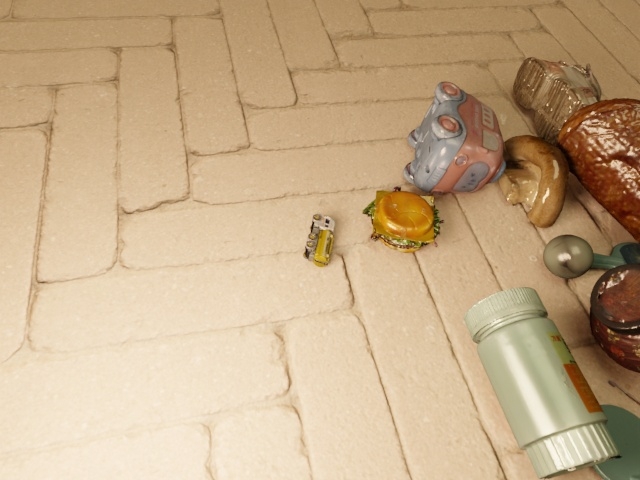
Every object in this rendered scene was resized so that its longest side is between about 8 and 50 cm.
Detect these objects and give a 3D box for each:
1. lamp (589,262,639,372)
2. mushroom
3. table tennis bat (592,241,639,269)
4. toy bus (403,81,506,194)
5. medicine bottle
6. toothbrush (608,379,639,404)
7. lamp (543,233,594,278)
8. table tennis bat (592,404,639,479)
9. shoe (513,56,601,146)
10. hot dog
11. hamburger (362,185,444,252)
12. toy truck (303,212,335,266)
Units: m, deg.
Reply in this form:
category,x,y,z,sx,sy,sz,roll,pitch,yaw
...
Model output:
category,x,y,z,sx,sy,sz,roll,pitch,yaw
lamp,0.668,0.156,0.983,0.247,0.247,0.247,3,54,-4
mushroom,0.553,-0.182,1.253,0.156,0.151,0.285,-3,55,-11
table tennis bat,0.732,0.059,1.172,0.237,0.038,0.149,9,54,-3
toy bus,0.361,-0.245,1.262,0.232,0.197,0.294,18,52,-6
medicine bottle,0.400,0.260,0.911,0.158,0.158,0.318,-7,55,-12
toothbrush,0.626,0.316,0.989,0.097,0.006,0.008,39,60,20
lamp,0.568,0.037,1.125,0.105,0.105,0.105,3,54,-4
table tennis bat,0.568,0.418,0.891,0.153,0.040,0.244,-2,51,-7
shoe,0.734,-0.409,1.427,0.198,0.172,0.351,-7,57,-15
hot dog,0.755,-0.169,1.188,0.174,0.267,0.387,-30,74,-23
hamburger,0.189,-0.042,1.145,0.190,0.093,0.164,20,52,6
toy truck,0.000,0.000,1.119,0.063,0.052,0.123,14,55,-2
